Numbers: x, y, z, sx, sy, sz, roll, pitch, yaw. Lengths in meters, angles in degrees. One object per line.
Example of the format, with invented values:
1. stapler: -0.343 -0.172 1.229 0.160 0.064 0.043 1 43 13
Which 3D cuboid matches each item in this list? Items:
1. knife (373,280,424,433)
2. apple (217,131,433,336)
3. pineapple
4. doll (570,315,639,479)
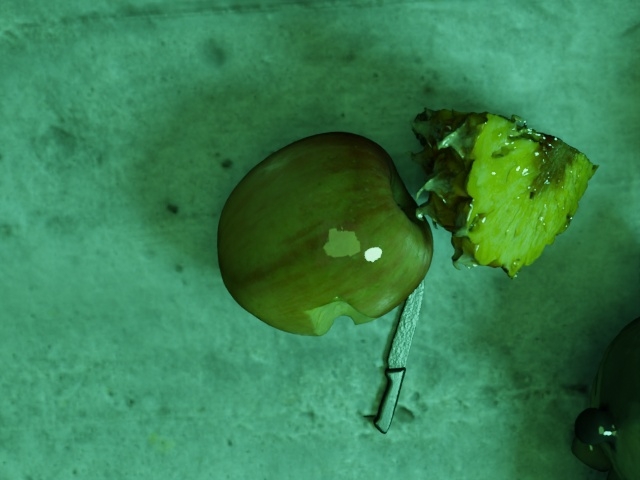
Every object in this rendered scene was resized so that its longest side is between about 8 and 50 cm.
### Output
1. knife: 0.080 0.113 1.063 0.023 0.010 0.170 13 96 -12
2. apple: 0.000 0.000 0.962 0.199 0.199 0.199 -1 99 -4
3. pineapple: 0.131 -0.049 0.969 0.164 0.250 0.140 20 96 27
4. doll: 0.407 0.191 1.017 0.378 0.252 0.382 -2 114 -35
